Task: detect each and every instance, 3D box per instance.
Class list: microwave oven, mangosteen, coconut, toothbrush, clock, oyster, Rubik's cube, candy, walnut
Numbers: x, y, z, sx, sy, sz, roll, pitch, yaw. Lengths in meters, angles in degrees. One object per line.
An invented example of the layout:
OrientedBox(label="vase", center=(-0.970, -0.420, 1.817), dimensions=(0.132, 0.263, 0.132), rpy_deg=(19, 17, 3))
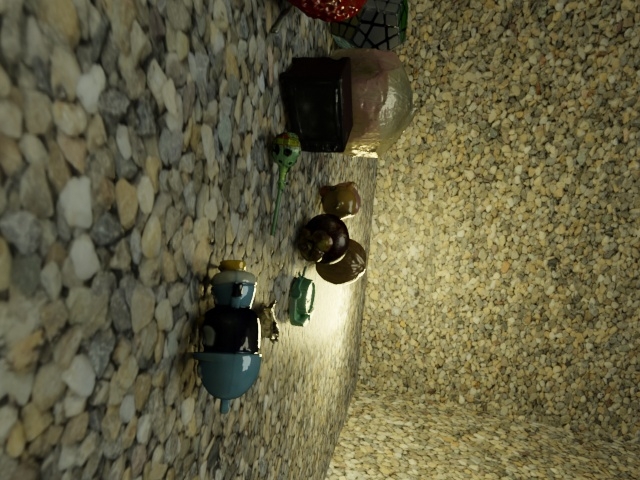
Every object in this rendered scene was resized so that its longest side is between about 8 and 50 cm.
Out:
OrientedBox(label="microwave oven", center=(-0.003, -0.406, 1.236), dimensions=(0.247, 0.178, 0.188), rpy_deg=(82, 20, -44))
OrientedBox(label="mangosteen", center=(0.000, 0.000, 1.506), dimensions=(0.217, 0.192, 0.192), rpy_deg=(-14, 114, -41))
OrientedBox(label="coconut", center=(0.167, -0.494, 1.490), dimensions=(0.405, 0.405, 0.403), rpy_deg=(7, 90, -76))
OrientedBox(label="toothbrush", center=(-0.095, -0.610, 1.105), dimensions=(0.022, 0.017, 0.204), rpy_deg=(95, 9, -54))
OrientedBox(label="clock", center=(-0.065, 0.206, 1.526), dimensions=(0.159, 0.066, 0.210), rpy_deg=(-44, 138, -69))
OrientedBox(label="oyster", center=(-0.156, 0.243, 1.204), dimensions=(0.209, 0.072, 0.132), rpy_deg=(-161, -109, -84))
OrientedBox(label="Rubik's cube", center=(0.193, -0.852, 1.583), dimensions=(0.264, 0.319, 0.319), rpy_deg=(-55, 168, 8))
OrientedBox(label="candy", center=(-0.113, -0.155, 1.165), dimensions=(0.091, 0.083, 0.305), rpy_deg=(-136, -126, -61))
OrientedBox(label="walnut", center=(0.087, 0.087, 1.748), dimensions=(0.228, 0.228, 0.227), rpy_deg=(7, 90, -76))

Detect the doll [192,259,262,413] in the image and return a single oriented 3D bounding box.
OrientedBox(label="doll", center=(-0.197, 0.201, 0.871), dimensions=(0.177, 0.141, 0.313), rpy_deg=(141, -50, -66))

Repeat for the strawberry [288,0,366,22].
OrientedBox(label="strawberry", center=(-0.001, -0.701, 0.989), dimensions=(0.310, 0.292, 0.291), rpy_deg=(4, 94, -32))

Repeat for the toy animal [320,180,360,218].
OrientedBox(label="toy animal", center=(0.086, -0.166, 1.748), dimensions=(0.195, 0.169, 0.281), rpy_deg=(-50, 170, 16))
